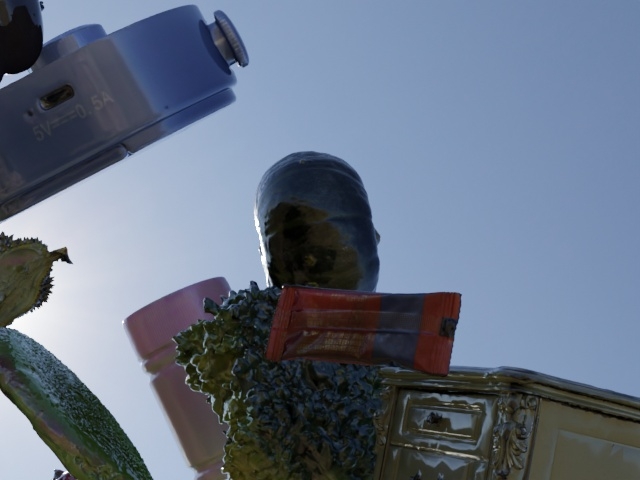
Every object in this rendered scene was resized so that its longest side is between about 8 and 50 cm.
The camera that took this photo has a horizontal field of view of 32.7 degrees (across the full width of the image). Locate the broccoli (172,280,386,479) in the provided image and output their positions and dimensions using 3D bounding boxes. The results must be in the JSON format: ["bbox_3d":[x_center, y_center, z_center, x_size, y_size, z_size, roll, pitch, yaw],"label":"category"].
[{"bbox_3d":[-0.025,0.230,1.402,0.293,0.348,0.281,9,-43,-33],"label":"broccoli"}]

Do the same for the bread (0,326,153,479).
[{"bbox_3d":[-0.294,0.213,1.313,0.301,0.045,0.301,49,-5,6],"label":"bread"}]

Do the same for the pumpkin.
[{"bbox_3d":[0.000,0.000,1.806,0.207,0.300,0.300,-5,-47,-6],"label":"pumpkin"}]

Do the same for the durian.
[{"bbox_3d":[-0.564,0.052,1.943,0.138,0.237,0.193,58,-7,42],"label":"durian"}]

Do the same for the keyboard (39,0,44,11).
[{"bbox_3d":[-0.499,-0.283,1.673,0.231,0.072,0.023,-41,-98,34],"label":"keyboard"}]

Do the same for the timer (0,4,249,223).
[{"bbox_3d":[-0.274,-0.182,1.372,0.395,0.395,0.173,-22,-81,43],"label":"timer"}]

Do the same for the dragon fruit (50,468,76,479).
[{"bbox_3d":[-0.369,0.379,1.571,0.111,0.153,0.153,27,-41,18],"label":"dragon fruit"}]

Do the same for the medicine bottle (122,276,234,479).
[{"bbox_3d":[-0.184,0.240,1.858,0.202,0.202,0.316,-31,-98,46],"label":"medicine bottle"}]

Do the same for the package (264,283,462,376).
[{"bbox_3d":[0.039,0.085,1.061,0.200,0.083,0.022,2,-19,30],"label":"package"}]

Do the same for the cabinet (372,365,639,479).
[{"bbox_3d":[0.181,0.299,1.074,0.227,0.318,0.290,15,-11,-20],"label":"cabinet"}]

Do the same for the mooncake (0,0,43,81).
[{"bbox_3d":[-0.438,-0.250,1.256,0.245,0.245,0.133,8,-53,26],"label":"mooncake"}]
